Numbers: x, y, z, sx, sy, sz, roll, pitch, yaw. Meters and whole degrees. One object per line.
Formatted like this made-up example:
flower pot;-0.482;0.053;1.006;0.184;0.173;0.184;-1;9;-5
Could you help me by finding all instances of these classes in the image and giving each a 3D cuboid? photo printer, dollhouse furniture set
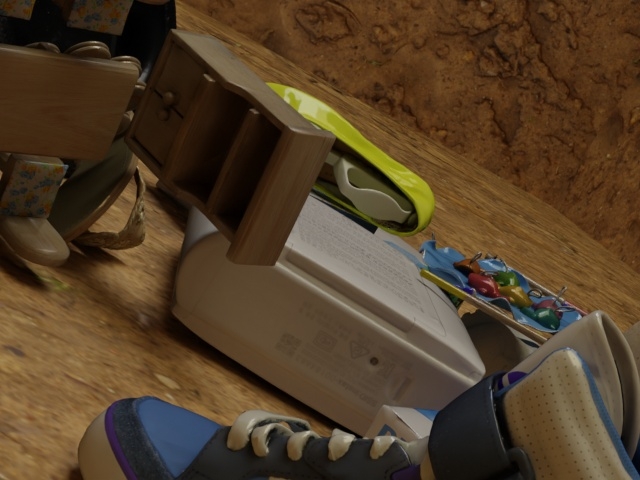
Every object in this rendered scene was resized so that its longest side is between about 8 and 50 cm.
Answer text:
photo printer;0.000;0.046;1.336;0.256;0.107;0.307;31;10;-10
dollhouse furniture set;-0.140;-0.075;1.081;0.242;0.212;0.161;4;30;-44

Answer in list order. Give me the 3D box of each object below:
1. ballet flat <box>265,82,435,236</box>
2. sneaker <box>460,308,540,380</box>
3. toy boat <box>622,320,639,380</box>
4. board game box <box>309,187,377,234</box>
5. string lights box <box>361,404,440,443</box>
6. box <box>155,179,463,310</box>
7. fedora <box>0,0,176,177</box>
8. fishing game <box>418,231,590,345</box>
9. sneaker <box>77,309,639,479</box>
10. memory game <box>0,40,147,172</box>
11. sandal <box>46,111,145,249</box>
ballet flat;0.012;-0.075;1.553;0.231;0.077;0.077;32;27;-10
sneaker;0.179;0.133;1.554;0.235;0.090;0.095;14;34;-55
toy boat;0.330;0.175;1.314;0.267;0.318;0.148;-9;25;-5
board game box;-0.052;-0.063;1.590;0.201;0.035;0.136;24;13;-36
string lights box;0.131;0.188;1.145;0.133;0.077;0.260;37;11;29
box;0.000;0.000;1.698;0.232;0.058;0.322;37;13;25
fedora;-0.269;-0.210;1.475;0.152;0.334;0.334;4;-2;23
fishing game;0.176;0.041;1.462;0.189;0.041;0.264;32;12;19
sneaker;0.049;0.111;0.802;0.323;0.236;0.130;38;11;26
memory game;-0.217;-0.095;1.200;0.186;0.186;0.012;17;49;-56
sandal;-0.165;-0.033;1.289;0.079;0.088;0.240;58;13;-24
